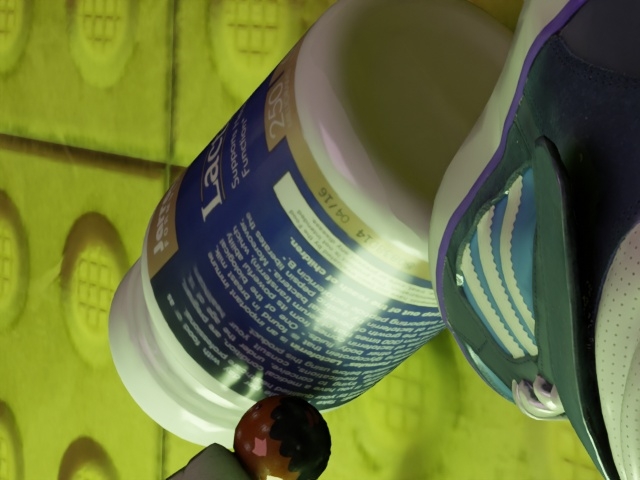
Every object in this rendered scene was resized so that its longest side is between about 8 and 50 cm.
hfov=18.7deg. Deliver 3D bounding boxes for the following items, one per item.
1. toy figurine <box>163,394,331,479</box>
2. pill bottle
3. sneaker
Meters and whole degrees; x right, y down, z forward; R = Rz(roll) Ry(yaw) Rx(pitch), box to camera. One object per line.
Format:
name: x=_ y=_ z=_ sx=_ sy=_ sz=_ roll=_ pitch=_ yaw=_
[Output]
toy figurine: x=0.002 y=0.195 z=0.961 sx=0.209 sy=0.148 sz=0.213 roll=51 pitch=174 yaw=46
pill bottle: x=0.000 y=0.000 z=0.995 sx=0.264 sy=0.153 sz=0.153 roll=-44 pitch=57 yaw=48
sneaker: x=0.127 y=0.056 z=0.737 sx=0.323 sy=0.130 sz=0.236 roll=96 pitch=167 yaw=-57
